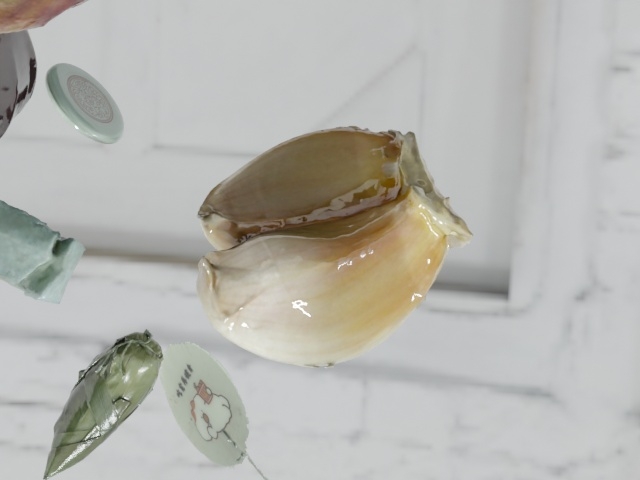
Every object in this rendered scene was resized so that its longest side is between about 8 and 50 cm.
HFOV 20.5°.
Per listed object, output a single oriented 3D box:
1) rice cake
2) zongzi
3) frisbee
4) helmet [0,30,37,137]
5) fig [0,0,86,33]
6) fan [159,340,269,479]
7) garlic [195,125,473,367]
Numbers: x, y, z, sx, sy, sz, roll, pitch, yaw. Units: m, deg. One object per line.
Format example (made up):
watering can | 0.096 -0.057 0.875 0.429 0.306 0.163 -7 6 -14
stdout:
rice cake | -0.360 -0.045 1.503 0.336 0.066 0.063 28 174 0
zongzi | -0.182 0.138 1.480 0.055 0.109 0.119 37 -135 -10
frisbee | -0.259 -0.152 1.956 0.014 0.110 0.110 -41 174 24
helmet | -0.390 -0.210 1.730 0.225 0.305 0.177 -24 169 28
fig | -0.256 -0.252 1.255 0.263 0.224 0.224 13 -165 20
fan | -0.115 0.270 2.362 0.009 0.191 0.329 -27 -113 -35
garlic | 0.000 0.000 2.081 0.313 0.286 0.249 -24 168 -3
